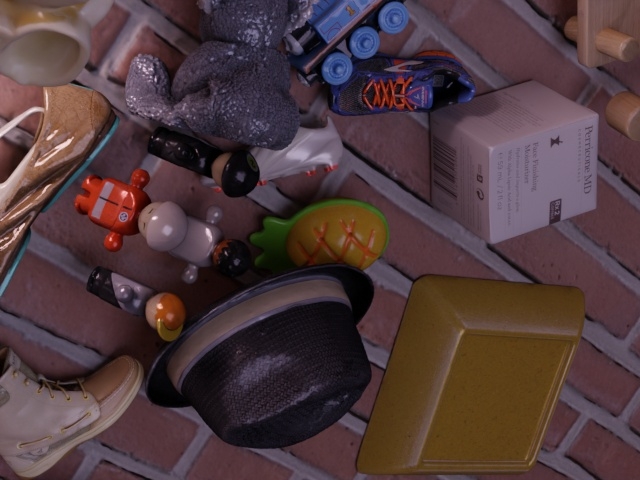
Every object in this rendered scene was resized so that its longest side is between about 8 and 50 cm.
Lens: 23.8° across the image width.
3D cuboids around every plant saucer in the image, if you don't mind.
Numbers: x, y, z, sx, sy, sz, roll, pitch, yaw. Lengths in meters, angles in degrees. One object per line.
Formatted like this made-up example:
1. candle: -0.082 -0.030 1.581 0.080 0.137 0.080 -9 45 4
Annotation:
1. plant saucer: 0.249 0.227 2.298 0.333 0.081 0.332 5 111 -33

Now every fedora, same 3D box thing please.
1. fedora: -0.052 0.171 1.970 0.334 0.152 0.334 -26 155 -13

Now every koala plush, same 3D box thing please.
1. koala plush: -0.096 -0.230 1.808 0.196 0.203 0.221 11 95 -35

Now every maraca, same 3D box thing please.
1. maraca: 0.000 0.000 2.027 0.186 0.099 0.127 -9 125 1

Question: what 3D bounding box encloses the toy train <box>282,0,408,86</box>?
1. toy train: 0.028 -0.279 1.919 0.184 0.080 0.105 -42 118 -4

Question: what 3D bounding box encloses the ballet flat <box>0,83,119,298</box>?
1. ballet flat: -0.373 -0.044 1.778 0.124 0.116 0.342 33 94 -18

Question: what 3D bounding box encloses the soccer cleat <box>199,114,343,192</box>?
1. soccer cleat: -0.066 -0.111 1.956 0.196 0.068 0.076 -13 90 -18

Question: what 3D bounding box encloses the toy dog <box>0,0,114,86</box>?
1. toy dog: -0.294 -0.418 1.484 0.285 0.395 0.407 18 69 -23

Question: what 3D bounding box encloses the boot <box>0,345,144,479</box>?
1. boot: -0.342 0.186 1.921 0.213 0.077 0.165 -38 125 -6

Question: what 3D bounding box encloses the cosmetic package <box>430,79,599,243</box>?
1. cosmetic package: 0.266 -0.111 2.095 0.184 0.151 0.151 -18 122 -23

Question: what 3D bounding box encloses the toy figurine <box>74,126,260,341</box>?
1. toy figurine: -0.176 -0.011 1.829 0.213 0.148 0.209 -40 142 -43

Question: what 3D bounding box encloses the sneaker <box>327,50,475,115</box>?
1. sneaker: 0.109 -0.204 1.995 0.221 0.087 0.083 -14 119 -25

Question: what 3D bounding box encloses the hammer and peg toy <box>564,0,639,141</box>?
1. hammer and peg toy: 0.468 -0.341 2.122 0.266 0.127 0.361 -20 122 -24
